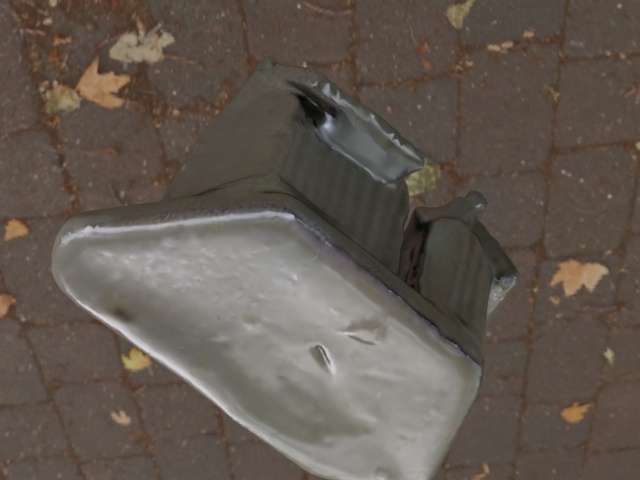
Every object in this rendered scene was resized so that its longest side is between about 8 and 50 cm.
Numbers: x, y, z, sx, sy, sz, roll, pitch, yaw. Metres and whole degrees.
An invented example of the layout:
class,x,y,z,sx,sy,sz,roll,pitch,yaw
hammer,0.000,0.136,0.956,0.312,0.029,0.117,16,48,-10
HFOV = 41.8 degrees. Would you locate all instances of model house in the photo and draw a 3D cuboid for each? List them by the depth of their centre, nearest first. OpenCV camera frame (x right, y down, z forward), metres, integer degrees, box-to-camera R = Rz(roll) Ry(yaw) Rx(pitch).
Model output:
class,x,y,z,sx,sy,sz,roll,pitch,yaw
model house,0.003,0.000,0.452,0.229,0.188,0.122,37,134,-14
